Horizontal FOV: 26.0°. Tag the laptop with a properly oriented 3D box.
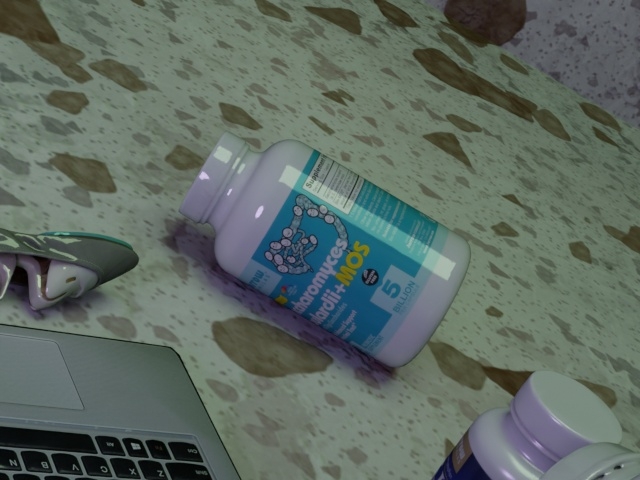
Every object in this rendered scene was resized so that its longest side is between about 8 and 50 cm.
[{"bbox_3d":[-0.137,0.105,0.860,0.382,0.236,0.408,12,31,-38],"label":"laptop"}]

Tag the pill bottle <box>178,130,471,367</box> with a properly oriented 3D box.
[{"bbox_3d":[0.000,0.000,1.326,0.264,0.146,0.146,30,24,-3],"label":"pill bottle"}]

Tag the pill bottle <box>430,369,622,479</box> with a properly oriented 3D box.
[{"bbox_3d":[0.149,0.196,1.082,0.112,0.186,0.112,26,25,-13],"label":"pill bottle"}]

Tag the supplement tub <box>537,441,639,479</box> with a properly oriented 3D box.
[{"bbox_3d":[0.285,0.289,0.911,0.235,0.235,0.325,5,14,-45],"label":"supplement tub"}]

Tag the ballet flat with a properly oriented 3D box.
[{"bbox_3d":[-0.244,0.024,1.112,0.213,0.072,0.068,13,58,-35],"label":"ballet flat"}]
